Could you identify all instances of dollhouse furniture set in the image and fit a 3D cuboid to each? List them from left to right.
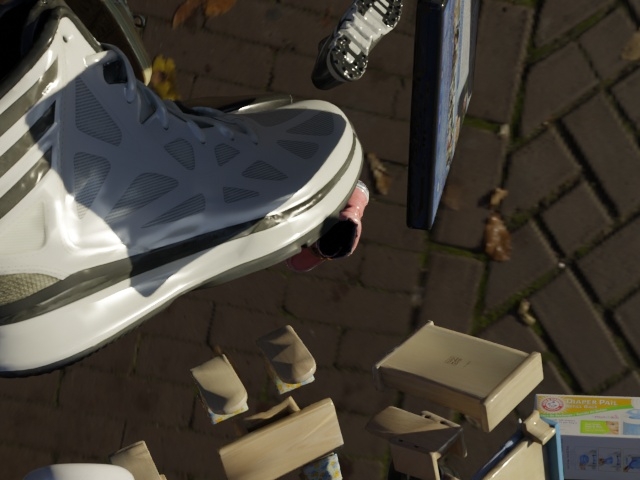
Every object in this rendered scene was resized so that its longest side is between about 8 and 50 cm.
[{"bbox_3d":[-0.133,0.419,1.966,0.394,0.256,0.362,-23,125,-13],"label":"dollhouse furniture set"},{"bbox_3d":[0.185,0.320,1.627,0.286,0.198,0.303,-34,124,-37],"label":"dollhouse furniture set"}]

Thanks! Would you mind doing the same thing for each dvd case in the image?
[{"bbox_3d":[0.101,-0.148,0.895,0.022,0.253,0.180,7,124,12],"label":"dvd case"}]

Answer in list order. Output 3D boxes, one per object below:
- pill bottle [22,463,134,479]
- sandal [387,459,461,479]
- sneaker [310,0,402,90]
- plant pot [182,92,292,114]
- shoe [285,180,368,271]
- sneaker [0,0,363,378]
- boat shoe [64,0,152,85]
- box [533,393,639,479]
[{"bbox_3d":[-0.383,0.520,1.774,0.181,0.181,0.323,0,70,-10],"label":"pill bottle"},{"bbox_3d":[0.190,0.423,1.833,0.107,0.446,0.167,-9,80,15],"label":"sandal"},{"bbox_3d":[0.048,-0.317,1.766,0.078,0.106,0.234,42,53,-18],"label":"sneaker"},{"bbox_3d":[-0.169,-0.148,1.853,0.188,0.167,0.187,2,95,34],"label":"plant pot"},{"bbox_3d":[0.000,0.000,1.480,0.063,0.081,0.178,30,129,-14],"label":"shoe"},{"bbox_3d":[-0.130,-0.096,0.929,0.447,0.169,0.257,-32,122,-42],"label":"sneaker"},{"bbox_3d":[-0.306,-0.331,1.523,0.285,0.105,0.089,59,42,-12],"label":"boat shoe"},{"bbox_3d":[0.472,0.344,1.977,0.203,0.114,0.103,0,122,14],"label":"box"}]
